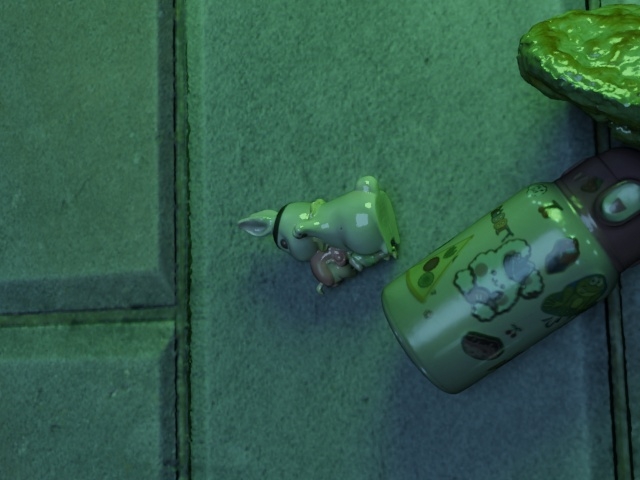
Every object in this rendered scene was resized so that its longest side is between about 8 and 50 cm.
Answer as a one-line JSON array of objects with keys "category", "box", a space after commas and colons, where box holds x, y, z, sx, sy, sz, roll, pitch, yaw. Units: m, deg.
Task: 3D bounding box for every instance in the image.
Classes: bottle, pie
[{"category": "bottle", "box": [0.182, 0.019, 0.728, 0.253, 0.120, 0.120, -38, 72, 16]}, {"category": "pie", "box": [0.290, -0.126, 0.687, 0.248, 0.201, 0.090, 27, 135, 29]}]

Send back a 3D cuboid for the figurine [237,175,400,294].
[{"category": "figurine", "box": [-0.002, 0.002, 0.827, 0.146, 0.081, 0.098, -15, 79, 20]}]
